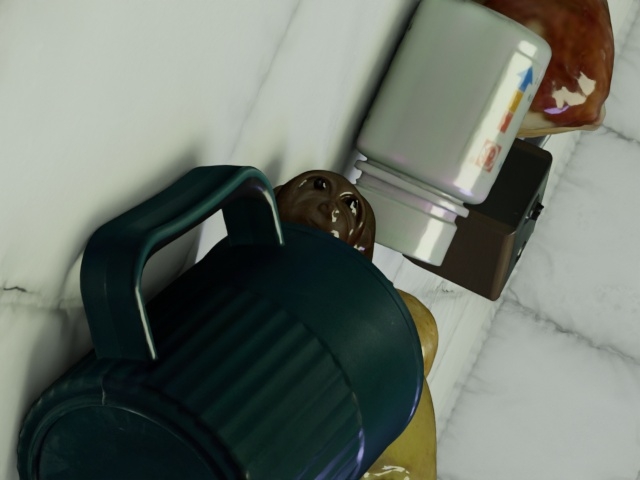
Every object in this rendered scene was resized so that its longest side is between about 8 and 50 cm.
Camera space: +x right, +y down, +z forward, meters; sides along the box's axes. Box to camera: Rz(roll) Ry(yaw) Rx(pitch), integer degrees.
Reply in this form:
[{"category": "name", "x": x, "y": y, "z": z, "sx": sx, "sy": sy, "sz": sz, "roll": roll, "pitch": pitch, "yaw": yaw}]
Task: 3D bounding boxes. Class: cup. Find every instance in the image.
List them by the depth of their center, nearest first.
[{"category": "cup", "x": -0.071, "y": 0.125, "z": 1.144, "sx": 0.292, "sy": 0.242, "sz": 0.307, "roll": -41, "pitch": 156, "yaw": -54}]

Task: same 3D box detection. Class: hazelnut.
[{"category": "hazelnut", "x": 0.280, "y": -0.230, "z": 1.832, "sx": 0.261, "sy": 0.241, "sz": 0.261, "roll": -55, "pitch": -166, "yaw": 21}]

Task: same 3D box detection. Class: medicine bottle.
[{"category": "medicine bottle", "x": 0.137, "y": -0.126, "z": 1.615, "sx": 0.292, "sy": 0.170, "sz": 0.170, "roll": -66, "pitch": 166, "yaw": 2}]

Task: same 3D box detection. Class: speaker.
[{"category": "speaker", "x": 0.227, "y": -0.045, "z": 2.052, "sx": 0.153, "sy": 0.193, "sz": 0.231, "roll": -60, "pitch": 167, "yaw": -23}]

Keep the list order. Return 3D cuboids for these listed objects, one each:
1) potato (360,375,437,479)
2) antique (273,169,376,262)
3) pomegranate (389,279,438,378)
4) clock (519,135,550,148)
[{"category": "potato", "x": 0.065, "y": 0.264, "z": 1.645, "sx": 0.296, "sy": 0.397, "sz": 0.290, "roll": -62, "pitch": -162, "yaw": -4}, {"category": "antique", "x": 0.000, "y": 0.000, "z": 1.443, "sx": 0.257, "sy": 0.121, "sz": 0.143, "roll": 47, "pitch": 62, "yaw": -76}, {"category": "pomegranate", "x": 0.069, "y": 0.132, "z": 1.841, "sx": 0.196, "sy": 0.196, "sz": 0.196, "roll": -58, "pitch": 165, "yaw": -25}, {"category": "clock", "x": 0.306, "y": -0.234, "z": 2.106, "sx": 0.253, "sy": 0.083, "sz": 0.186, "roll": -57, "pitch": 144, "yaw": -13}]
